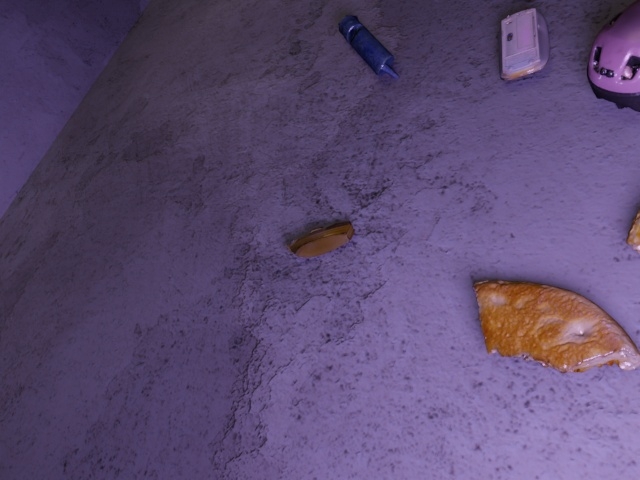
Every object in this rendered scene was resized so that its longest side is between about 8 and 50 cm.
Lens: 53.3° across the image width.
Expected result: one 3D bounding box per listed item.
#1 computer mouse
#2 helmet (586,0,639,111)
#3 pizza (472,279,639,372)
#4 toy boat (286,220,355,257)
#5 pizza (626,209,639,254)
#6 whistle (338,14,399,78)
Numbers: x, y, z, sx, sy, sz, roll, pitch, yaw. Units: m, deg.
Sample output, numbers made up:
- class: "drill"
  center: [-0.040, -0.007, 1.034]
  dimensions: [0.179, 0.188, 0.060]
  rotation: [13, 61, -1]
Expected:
- class: "computer mouse"
  center: [0.412, -0.395, 1.302]
  dimensions: [0.102, 0.045, 0.198]
  rotation: [-15, 48, 29]
- class: "helmet"
  center: [0.561, -0.335, 1.062]
  dimensions: [0.253, 0.154, 0.198]
  rotation: [-47, 40, 1]
- class: "pizza"
  center: [0.323, 0.124, 0.920]
  dimensions: [0.271, 0.056, 0.134]
  rotation: [12, 61, 42]
- class: "toy boat"
  center: [0.000, 0.000, 1.285]
  dimensions: [0.149, 0.047, 0.049]
  rotation: [-19, 32, 21]
- class: "pizza"
  center: [0.568, -0.067, 0.873]
  dimensions: [0.306, 0.085, 0.161]
  rotation: [-33, 43, 13]
- class: "whistle"
  center: [0.120, -0.484, 1.595]
  dimensions: [0.062, 0.062, 0.304]
  rotation: [-35, 41, 8]
